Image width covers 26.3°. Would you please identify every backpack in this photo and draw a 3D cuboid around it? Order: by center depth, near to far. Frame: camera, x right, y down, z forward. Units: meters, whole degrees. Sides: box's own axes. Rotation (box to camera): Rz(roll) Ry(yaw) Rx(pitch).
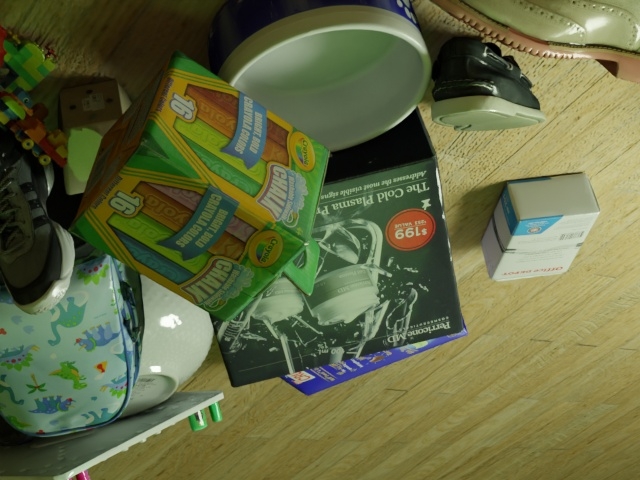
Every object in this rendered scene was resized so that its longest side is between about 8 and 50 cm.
[{"bbox_3d":[-0.372,0.098,1.885,0.290,0.273,0.356,-12,147,-8],"label":"backpack"}]

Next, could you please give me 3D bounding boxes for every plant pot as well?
[{"bbox_3d":[-0.278,-0.137,1.710,0.109,0.109,0.096,-12,139,-4],"label":"plant pot"}]

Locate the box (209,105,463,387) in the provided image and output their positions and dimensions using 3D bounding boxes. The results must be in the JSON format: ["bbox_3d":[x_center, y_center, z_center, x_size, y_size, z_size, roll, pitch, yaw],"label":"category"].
[{"bbox_3d":[0.000,0.000,1.883,0.343,0.179,0.313,-14,129,0],"label":"box"}]

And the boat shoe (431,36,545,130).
[{"bbox_3d":[0.212,-0.204,1.781,0.127,0.113,0.340,-7,179,23],"label":"boat shoe"}]

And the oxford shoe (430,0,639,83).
[{"bbox_3d":[0.304,-0.300,1.681,0.396,0.140,0.147,8,114,-27],"label":"oxford shoe"}]

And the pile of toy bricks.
[{"bbox_3d":[-0.354,-0.191,1.597,0.105,0.118,0.212,-44,131,-3],"label":"pile of toy bricks"}]

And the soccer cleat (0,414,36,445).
[{"bbox_3d":[-0.585,0.276,2.237,0.289,0.094,0.121,11,179,16],"label":"soccer cleat"}]

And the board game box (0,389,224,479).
[{"bbox_3d":[-0.413,0.335,2.234,0.390,0.050,0.390,-7,-171,37],"label":"board game box"}]

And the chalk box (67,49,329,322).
[{"bbox_3d":[-0.111,-0.044,1.595,0.289,0.180,0.179,31,130,-19],"label":"chalk box"}]

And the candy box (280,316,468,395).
[{"bbox_3d":[0.051,0.126,2.299,0.317,0.122,0.268,-23,151,14],"label":"candy box"}]

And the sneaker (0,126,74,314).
[{"bbox_3d":[-0.389,-0.040,1.661,0.101,0.269,0.153,-28,144,15],"label":"sneaker"}]

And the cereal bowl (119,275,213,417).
[{"bbox_3d":[-0.324,0.189,2.187,0.338,0.141,0.339,-16,154,-8],"label":"cereal bowl"}]

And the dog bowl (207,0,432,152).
[{"bbox_3d":[-0.003,-0.219,1.674,0.264,0.104,0.265,-11,152,-6],"label":"dog bowl"}]

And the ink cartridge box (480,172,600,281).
[{"bbox_3d":[0.351,-0.019,2.209,0.139,0.082,0.191,-6,152,-12],"label":"ink cartridge box"}]
